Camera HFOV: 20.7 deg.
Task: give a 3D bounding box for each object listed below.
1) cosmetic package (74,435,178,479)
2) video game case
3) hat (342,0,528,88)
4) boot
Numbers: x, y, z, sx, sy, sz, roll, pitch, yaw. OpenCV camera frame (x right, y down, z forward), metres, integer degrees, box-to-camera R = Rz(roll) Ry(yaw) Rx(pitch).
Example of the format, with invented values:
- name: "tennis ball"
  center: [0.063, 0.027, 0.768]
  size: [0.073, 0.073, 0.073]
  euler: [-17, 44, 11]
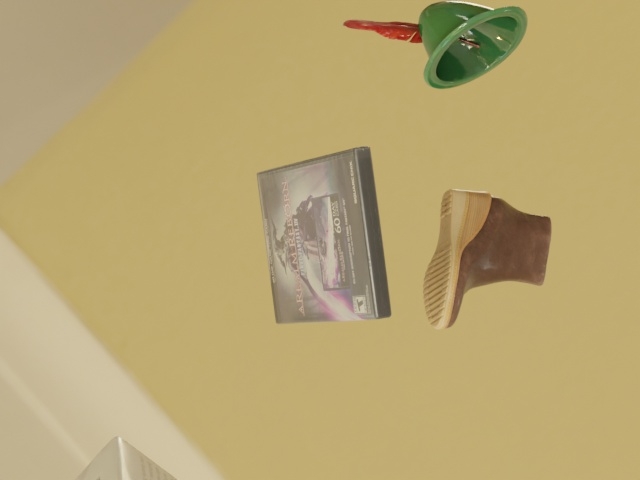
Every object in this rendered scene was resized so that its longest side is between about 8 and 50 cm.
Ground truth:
- name: "cosmetic package"
  center: [-0.100, 0.442, 1.941]
  size: [0.453, 0.161, 0.230]
  euler: [39, -171, -17]
- name: "video game case"
  center: [0.000, 0.000, 2.092]
  size: [0.026, 0.274, 0.196]
  euler: [-7, -91, -27]
- name: "hat"
  center: [0.178, -0.346, 2.637]
  size: [0.208, 0.173, 0.183]
  euler: [-22, -117, -21]
- name: "boot"
  center: [0.280, 0.046, 2.852]
  size: [0.207, 0.090, 0.248]
  euler: [18, -108, -24]
